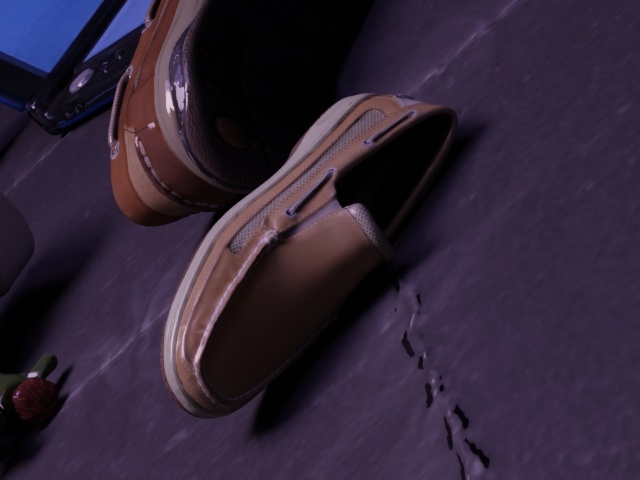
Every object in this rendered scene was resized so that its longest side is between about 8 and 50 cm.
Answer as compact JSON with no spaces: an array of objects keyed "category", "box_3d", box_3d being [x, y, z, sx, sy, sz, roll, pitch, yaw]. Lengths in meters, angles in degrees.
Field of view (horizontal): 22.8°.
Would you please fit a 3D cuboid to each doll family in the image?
[{"category":"doll family","box_3d":[-0.223,0.130,0.895,0.111,0.076,0.193,-5,50,54]}]

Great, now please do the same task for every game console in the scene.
[{"category":"game console","box_3d":[-0.206,-0.256,1.414,0.250,0.173,0.293,-23,32,48]}]

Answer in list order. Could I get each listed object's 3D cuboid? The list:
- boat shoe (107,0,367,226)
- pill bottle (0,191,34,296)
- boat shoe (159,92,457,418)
[{"category":"boat shoe","box_3d":[-0.058,-0.132,0.985,0.120,0.122,0.324,-35,23,36]},{"category":"pill bottle","box_3d":[-0.316,0.085,1.009,0.169,0.169,0.301,-15,37,54]},{"category":"boat shoe","box_3d":[0.000,0.000,0.713,0.072,0.068,0.190,-1,47,46]}]
